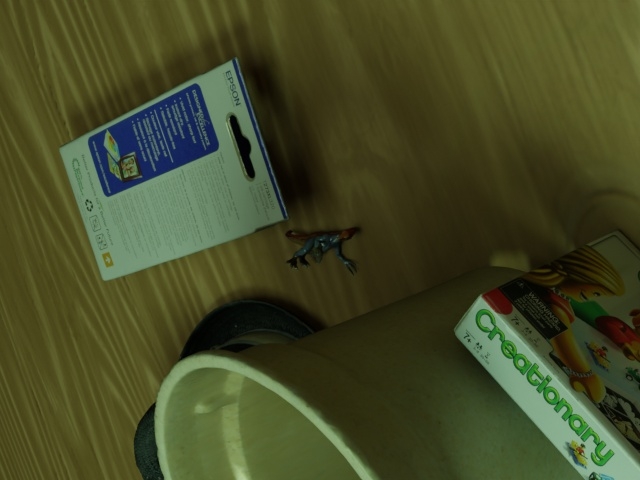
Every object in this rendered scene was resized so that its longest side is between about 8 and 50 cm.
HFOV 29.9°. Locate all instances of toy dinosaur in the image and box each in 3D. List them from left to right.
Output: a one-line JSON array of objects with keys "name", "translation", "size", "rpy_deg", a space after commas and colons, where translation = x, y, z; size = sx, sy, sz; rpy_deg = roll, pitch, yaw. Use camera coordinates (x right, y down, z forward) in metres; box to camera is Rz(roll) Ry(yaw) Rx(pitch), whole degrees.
[{"name": "toy dinosaur", "translation": [0.000, 0.000, 1.234], "size": [0.082, 0.047, 0.090], "rpy_deg": [-43, 62, 26]}]

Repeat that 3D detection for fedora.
[{"name": "fedora", "translation": [-0.099, 0.230, 1.337], "size": [0.334, 0.152, 0.334], "rpy_deg": [19, 118, 40]}]

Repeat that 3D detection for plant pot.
[{"name": "plant pot", "translation": [0.084, 0.178, 0.996], "size": [0.334, 0.305, 0.334], "rpy_deg": [32, 136, 37]}]

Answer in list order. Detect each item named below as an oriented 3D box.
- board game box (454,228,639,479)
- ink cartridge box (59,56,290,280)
[{"name": "board game box", "translation": [0.266, 0.136, 0.898], "size": [0.305, 0.193, 0.053], "rpy_deg": [48, 134, 21]}, {"name": "ink cartridge box", "translation": [-0.159, -0.073, 1.348], "size": [0.371, 0.069, 0.176], "rpy_deg": [-17, 92, 50]}]
